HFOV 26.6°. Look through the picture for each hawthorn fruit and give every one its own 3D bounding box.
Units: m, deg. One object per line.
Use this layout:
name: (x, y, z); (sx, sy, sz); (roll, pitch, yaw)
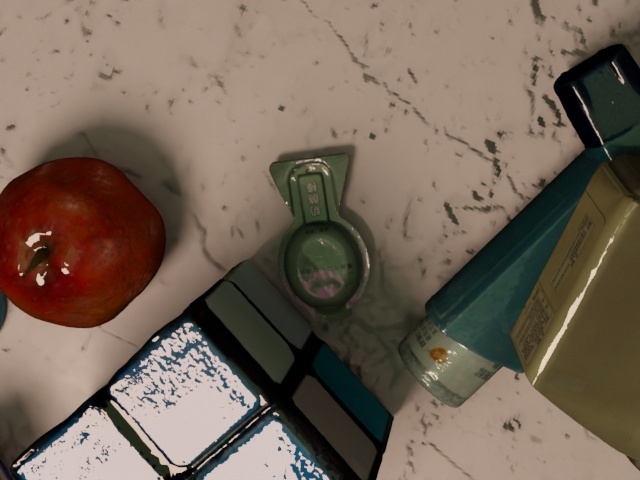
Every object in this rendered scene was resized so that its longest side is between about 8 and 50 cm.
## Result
hawthorn fruit: (-0.176, -0.003, 0.949); (0.125, 0.140, 0.125); (-8, 66, 18)

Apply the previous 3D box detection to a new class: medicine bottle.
medicine bottle: (0.150, -0.004, 0.922); (0.124, 0.079, 0.258); (41, 103, -5)

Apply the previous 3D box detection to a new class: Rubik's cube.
Rubik's cube: (-0.074, 0.139, 0.927); (0.183, 0.180, 0.167); (-40, 92, 10)

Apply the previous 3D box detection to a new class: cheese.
cheese: (0.000, 0.000, 0.970); (0.067, 0.026, 0.121); (-7, 98, 8)

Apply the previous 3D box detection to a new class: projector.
projector: (0.263, 0.066, 0.875); (0.269, 0.088, 0.194); (17, 113, -16)

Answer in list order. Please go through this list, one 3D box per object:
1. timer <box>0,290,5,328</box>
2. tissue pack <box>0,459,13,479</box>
timer: (-0.378, 0.002, 0.993); (0.231, 0.091, 0.250); (-21, 100, 10)
tissue pack: (-0.267, 0.301, 0.979); (0.209, 0.137, 0.270); (-30, 94, -14)
